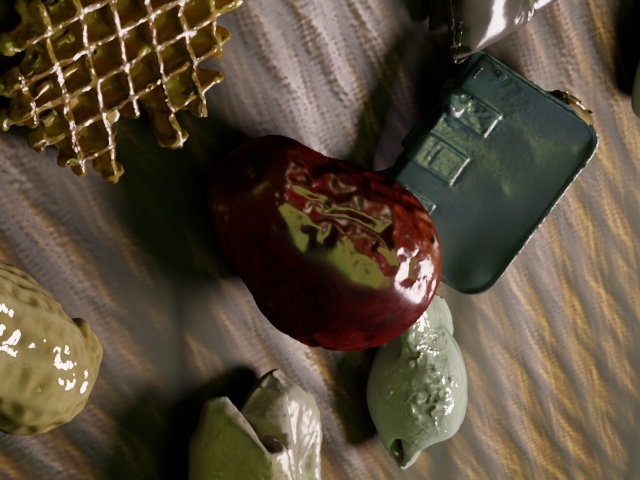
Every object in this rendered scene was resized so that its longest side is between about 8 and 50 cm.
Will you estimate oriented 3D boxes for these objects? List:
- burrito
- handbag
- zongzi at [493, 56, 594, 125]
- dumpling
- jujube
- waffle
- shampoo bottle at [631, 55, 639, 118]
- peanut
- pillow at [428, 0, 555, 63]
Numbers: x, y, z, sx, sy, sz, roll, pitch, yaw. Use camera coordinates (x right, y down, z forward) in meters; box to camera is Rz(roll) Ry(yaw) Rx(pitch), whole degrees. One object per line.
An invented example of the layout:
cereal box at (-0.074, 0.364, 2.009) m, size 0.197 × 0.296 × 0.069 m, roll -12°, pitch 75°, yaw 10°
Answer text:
burrito at (-0.076, 0.306, 1.850) m, size 0.190 × 0.135 × 0.332 m, roll -7°, pitch 121°, yaw -49°
handbag at (0.156, -0.071, 1.823) m, size 0.179 × 0.062 × 0.229 m, roll 30°, pitch 105°, yaw -16°
zongzi at (0.186, -0.094, 1.887) m, size 0.197 × 0.099 × 0.194 m, roll 26°, pitch 93°, yaw -44°
dumpling at (0.127, 0.162, 1.990) m, size 0.152 × 0.108 × 0.219 m, roll -23°, pitch 132°, yaw -34°
jujube at (0.000, 0.000, 1.702) m, size 0.190 × 0.190 × 0.255 m, roll -51°, pitch 125°, yaw -7°
waffle at (-0.172, -0.165, 1.502) m, size 0.231 × 0.051 × 0.229 m, roll 24°, pitch 98°, yaw -50°
shampoo bottle at (0.482, -0.290, 2.015) m, size 0.221 × 0.151 × 0.350 m, roll -8°, pitch 122°, yaw -36°
peanut at (-0.301, 0.079, 1.463) m, size 0.152 × 0.152 × 0.313 m, roll -57°, pitch 144°, yaw 1°
pillow at (0.229, -0.351, 1.758) m, size 0.326 × 0.101 × 0.228 m, roll -33°, pitch 139°, yaw -24°
